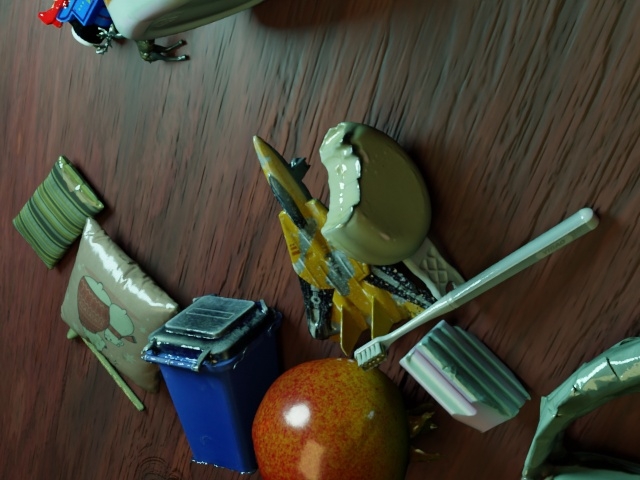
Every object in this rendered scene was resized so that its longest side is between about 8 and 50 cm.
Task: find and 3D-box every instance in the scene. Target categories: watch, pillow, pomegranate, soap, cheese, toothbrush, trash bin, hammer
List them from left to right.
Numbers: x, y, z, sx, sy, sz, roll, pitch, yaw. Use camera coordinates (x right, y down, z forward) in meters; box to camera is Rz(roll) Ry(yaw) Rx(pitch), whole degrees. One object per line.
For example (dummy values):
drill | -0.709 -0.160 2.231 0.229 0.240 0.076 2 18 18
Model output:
pillow | -0.437 -0.043 1.428 0.113 0.038 0.203 52 127 1
hammer | -0.375 0.226 1.503 0.195 0.028 0.060 52 132 4
pillow | -0.323 0.111 1.384 0.236 0.084 0.223 39 130 16
trash bin | -0.145 0.215 1.263 0.162 0.184 0.234 6 117 32
pomegranate | 0.037 0.260 1.147 0.257 0.221 0.221 0 113 -5
cheese | 0.098 -0.031 1.057 0.249 0.163 0.071 29 151 -26
soap | 0.184 0.173 1.079 0.149 0.100 0.056 45 128 9
toothbrush | 0.178 0.062 1.027 0.342 0.030 0.025 -35 123 19
watch | 0.363 0.222 0.961 0.253 0.162 0.241 10 106 29

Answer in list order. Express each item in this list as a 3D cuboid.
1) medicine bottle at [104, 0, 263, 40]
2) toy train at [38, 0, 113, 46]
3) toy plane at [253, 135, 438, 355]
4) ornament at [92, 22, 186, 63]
medicine bottle | -0.158 -0.383 0.986 0.252 0.252 0.241 -18 98 36
toy train | -0.300 -0.360 1.190 0.131 0.083 0.204 47 126 6
toy plane | 0.005 -0.006 1.112 0.204 0.103 0.316 -19 106 35
ornament | -0.255 -0.273 1.196 0.125 0.028 0.073 -7 143 10
